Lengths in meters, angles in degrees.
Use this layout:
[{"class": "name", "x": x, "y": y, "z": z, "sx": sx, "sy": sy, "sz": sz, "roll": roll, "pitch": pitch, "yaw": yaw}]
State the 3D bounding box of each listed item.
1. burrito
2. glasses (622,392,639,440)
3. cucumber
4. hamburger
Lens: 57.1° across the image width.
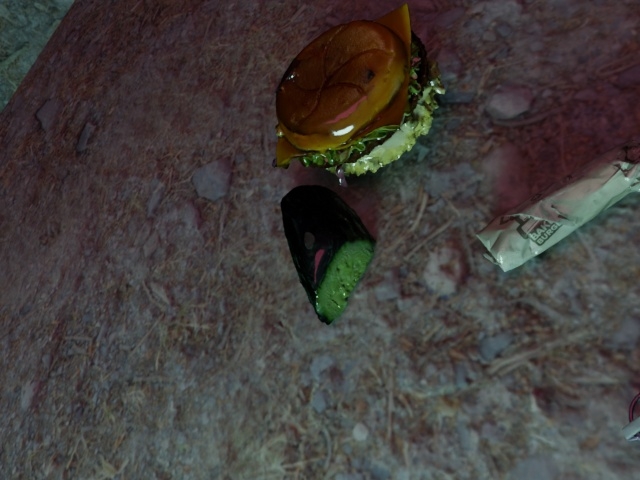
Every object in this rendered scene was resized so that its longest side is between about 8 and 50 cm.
[{"class": "burrito", "x": 0.261, "y": -0.035, "z": 0.626, "sx": 0.203, "sy": 0.064, "sz": 0.064, "roll": -32, "pitch": 51, "yaw": 18}, {"class": "glasses", "x": 0.309, "y": 0.122, "z": 0.472, "sx": 0.139, "sy": 0.104, "sz": 0.063, "roll": -24, "pitch": 52, "yaw": 18}, {"class": "cucumber", "x": 0.000, "y": 0.000, "z": 0.783, "sx": 0.115, "sy": 0.085, "sz": 0.193, "roll": -40, "pitch": 42, "yaw": 13}, {"class": "hamburger", "x": 0.044, "y": -0.188, "z": 0.811, "sx": 0.261, "sy": 0.138, "sz": 0.243, "roll": -5, "pitch": 60, "yaw": 33}]
